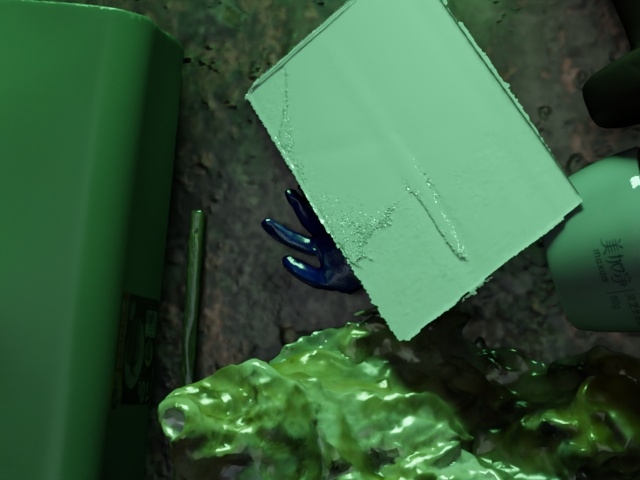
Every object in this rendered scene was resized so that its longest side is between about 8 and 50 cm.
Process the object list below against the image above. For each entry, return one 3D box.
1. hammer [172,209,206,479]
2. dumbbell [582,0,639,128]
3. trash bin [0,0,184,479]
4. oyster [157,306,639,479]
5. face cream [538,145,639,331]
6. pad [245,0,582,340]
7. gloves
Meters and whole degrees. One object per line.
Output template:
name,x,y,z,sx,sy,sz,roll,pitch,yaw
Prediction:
hammer,-0.091,0.123,1.160,0.058,0.029,0.292,3,83,4
dumbbell,0.199,-0.192,1.076,0.124,0.140,0.225,-27,83,37
trash bin,-0.218,0.017,1.124,0.222,0.158,0.344,7,88,10
oyster,0.064,0.157,1.088,0.351,0.115,0.238,16,90,-6
face cream,0.201,0.001,1.077,0.104,0.117,0.117,-15,85,17
pad,0.056,-0.064,1.110,0.156,0.004,0.232,-40,62,15
gloves,0.000,0.000,1.155,0.064,0.026,0.086,-34,83,8
